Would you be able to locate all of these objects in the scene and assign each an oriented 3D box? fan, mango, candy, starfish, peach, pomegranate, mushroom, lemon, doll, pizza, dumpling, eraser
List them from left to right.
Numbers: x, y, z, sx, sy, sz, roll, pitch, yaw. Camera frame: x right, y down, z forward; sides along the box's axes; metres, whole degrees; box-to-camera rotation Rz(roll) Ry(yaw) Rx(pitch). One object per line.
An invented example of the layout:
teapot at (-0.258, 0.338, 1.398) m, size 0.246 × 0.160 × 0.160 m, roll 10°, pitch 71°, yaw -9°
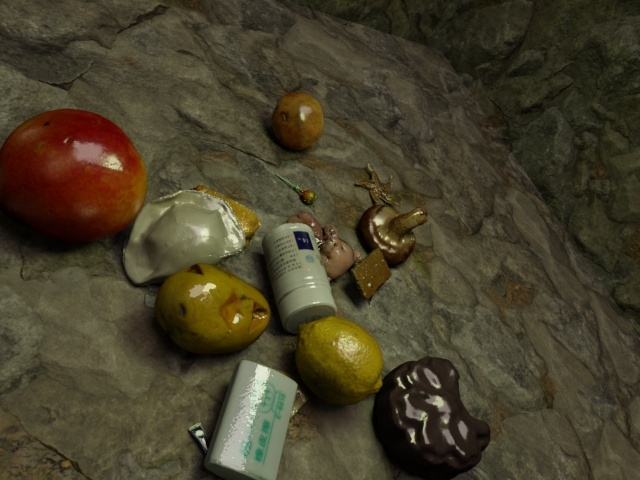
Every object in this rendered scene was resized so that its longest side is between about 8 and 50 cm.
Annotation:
peach at (-0.690, -0.174, 1.463) m, size 0.388 × 0.388 × 0.389 m, roll 20°, pitch 45°, yaw -21°
fan at (-0.486, 0.189, 1.545) m, size 0.055 × 0.004 × 0.083 m, roll 10°, pitch 50°, yaw -30°
dumpling at (-0.424, -0.014, 1.603) m, size 0.181 × 0.340 × 0.260 m, roll -18°, pitch 89°, yaw -84°
mango at (-0.299, 0.201, 1.530) m, size 0.364 × 0.182 × 0.253 m, roll 17°, pitch 70°, yaw -45°
eraser at (-0.177, 0.485, 1.401) m, size 0.189 × 0.104 × 0.290 m, roll 26°, pitch 48°, yaw -15°
pizza at (-0.146, 0.476, 1.521) m, size 0.181 × 0.034 × 0.262 m, roll 39°, pitch 41°, yaw -2°
candy at (-0.102, -0.216, 2.164) m, size 0.201 × 0.060 × 0.060 m, roll 35°, pitch 41°, yaw 6°
pomegranate at (-0.093, -0.515, 2.287) m, size 0.248 × 0.248 × 0.248 m, roll 20°, pitch 45°, yaw -21°
doll at (0.000, 0.000, 1.956) m, size 0.201 × 0.156 × 0.303 m, roll -35°, pitch 76°, yaw -24°
lemon at (0.051, 0.361, 1.610) m, size 0.310 × 0.253 × 0.253 m, roll 36°, pitch 41°, yaw 2°
starfish at (0.265, -0.249, 2.447) m, size 0.235 × 0.062 × 0.277 m, roll -11°, pitch 63°, yaw -41°
mushroom at (0.286, -0.054, 2.200) m, size 0.267 × 0.255 × 0.267 m, roll 12°, pitch 25°, yaw -5°

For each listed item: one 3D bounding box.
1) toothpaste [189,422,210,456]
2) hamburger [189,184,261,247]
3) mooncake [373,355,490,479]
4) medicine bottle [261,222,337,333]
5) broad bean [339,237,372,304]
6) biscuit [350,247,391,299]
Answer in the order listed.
toothpaste at (-0.292, 0.538, 1.368) m, size 0.037 × 0.021 × 0.140 m, roll -16°, pitch 63°, yaw -47°
hamburger at (-0.352, -0.055, 1.760) m, size 0.282 × 0.144 × 0.157 m, roll 27°, pitch 47°, yaw -7°
mooncake at (0.350, 0.564, 1.692) m, size 0.350 × 0.212 × 0.381 m, roll -17°, pitch 63°, yaw -37°
medicine bottle at (-0.074, 0.124, 1.766) m, size 0.189 × 0.190 × 0.332 m, roll 6°, pitch 51°, yaw -33°
broad bean at (0.130, 0.090, 2.041) m, size 0.075 × 0.067 × 0.325 m, roll -26°, pitch 68°, yaw -30°
biscuit at (0.191, 0.122, 1.980) m, size 0.231 × 0.025 × 0.131 m, roll -33°, pitch 99°, yaw -52°
